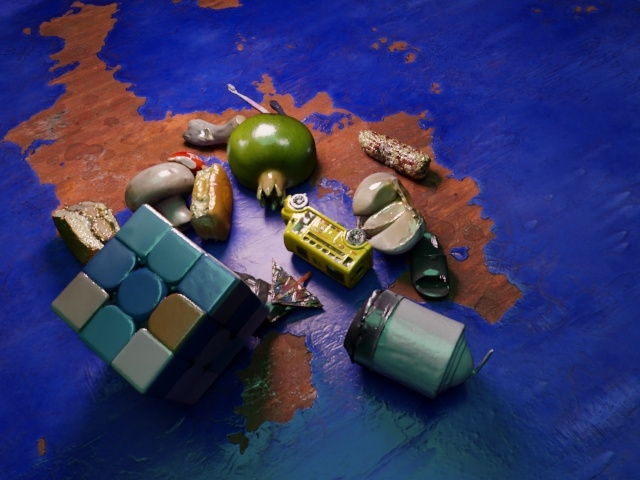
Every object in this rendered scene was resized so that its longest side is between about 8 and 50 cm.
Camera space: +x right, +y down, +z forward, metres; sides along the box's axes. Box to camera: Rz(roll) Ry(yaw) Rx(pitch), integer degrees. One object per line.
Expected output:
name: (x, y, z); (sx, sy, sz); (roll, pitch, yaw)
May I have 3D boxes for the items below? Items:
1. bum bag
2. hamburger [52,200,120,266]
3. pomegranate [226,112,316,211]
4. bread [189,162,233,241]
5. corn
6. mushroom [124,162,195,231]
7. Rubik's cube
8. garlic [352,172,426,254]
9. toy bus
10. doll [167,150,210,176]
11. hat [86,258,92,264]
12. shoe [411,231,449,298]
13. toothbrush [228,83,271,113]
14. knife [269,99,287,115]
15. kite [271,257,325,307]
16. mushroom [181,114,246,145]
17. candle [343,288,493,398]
bum bag: (-0.230, 0.159, 1.691); (0.327, 0.079, 0.142); (16, 46, 16)
hamburger: (-0.743, -0.025, 1.836); (0.155, 0.245, 0.282); (-20, 5, -39)
pomegranate: (-0.169, -0.288, 1.929); (0.310, 0.216, 0.358); (-3, 54, 1)
bread: (-0.350, -0.123, 1.854); (0.121, 0.174, 0.245); (0, 52, 2)
corn: (0.248, -0.302, 1.967); (0.290, 0.098, 0.098); (30, 62, 26)
mushroom: (-0.507, -0.132, 1.869); (0.244, 0.243, 0.243); (-3, 54, 4)
Rubik's cube: (-0.389, 0.177, 1.473); (0.344, 0.347, 0.346); (35, 79, 17)
garlic: (0.201, -0.074, 1.767); (0.203, 0.185, 0.281); (-35, 72, 14)
toy bus: (0.000, 0.000, 1.746); (0.330, 0.144, 0.152); (32, 67, 23)
doll: (-0.447, -0.262, 1.985); (0.217, 0.183, 0.085); (13, 85, 56)
hat: (-0.681, 0.101, 1.749); (0.162, 0.112, 0.093); (-10, 78, 48)
shoe: (0.322, 0.057, 1.702); (0.108, 0.093, 0.240); (-3, 52, 2)
toothbrush: (-0.275, -0.547, 2.248); (0.020, 0.025, 0.286); (-40, 60, -21)
knife: (-0.161, -0.505, 2.209); (0.031, 0.018, 0.121); (-23, 55, -19)
kite: (-0.087, 0.134, 1.700); (0.232, 0.009, 0.189); (38, 45, 19)
mushroom: (-0.386, -0.401, 2.092); (0.278, 0.099, 0.096); (-1, 89, 24)
candle: (0.249, 0.277, 1.473); (0.343, 0.221, 0.221); (24, 60, 18)
